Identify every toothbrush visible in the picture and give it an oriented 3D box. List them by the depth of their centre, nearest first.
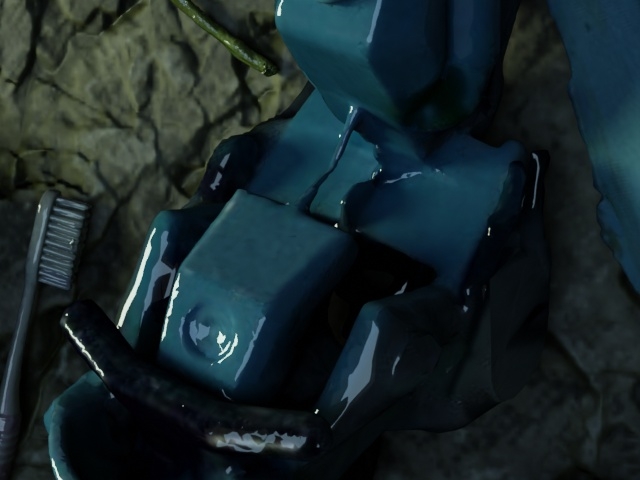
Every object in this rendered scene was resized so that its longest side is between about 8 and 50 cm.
[{"bbox_3d":[-0.192,0.138,0.818,0.029,0.024,0.354,18,104,9],"label":"toothbrush"}]

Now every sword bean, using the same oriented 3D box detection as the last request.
[{"bbox_3d":[-0.056,-0.115,0.731,0.083,0.012,0.012,40,110,10],"label":"sword bean"}]

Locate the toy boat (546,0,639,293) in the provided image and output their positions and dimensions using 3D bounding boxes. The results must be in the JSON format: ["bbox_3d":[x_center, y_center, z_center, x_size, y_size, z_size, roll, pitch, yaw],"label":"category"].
[{"bbox_3d":[0.185,-0.039,0.610,0.109,0.098,0.238,2,113,67],"label":"toy boat"}]

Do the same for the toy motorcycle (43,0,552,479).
[{"bbox_3d":[0.000,0.000,0.606,0.172,0.232,0.416,25,107,27],"label":"toy motorcycle"}]
